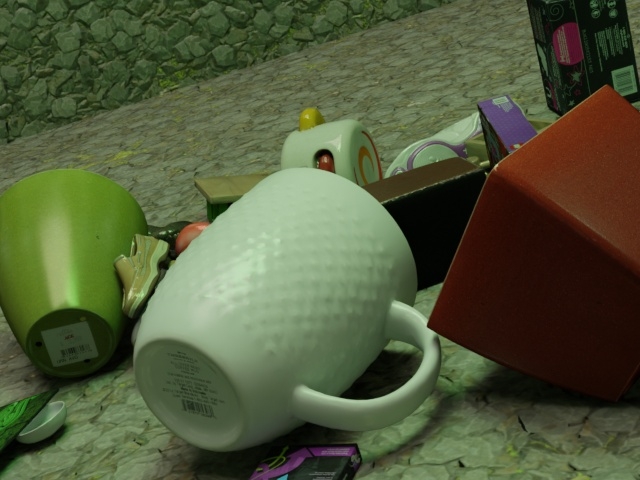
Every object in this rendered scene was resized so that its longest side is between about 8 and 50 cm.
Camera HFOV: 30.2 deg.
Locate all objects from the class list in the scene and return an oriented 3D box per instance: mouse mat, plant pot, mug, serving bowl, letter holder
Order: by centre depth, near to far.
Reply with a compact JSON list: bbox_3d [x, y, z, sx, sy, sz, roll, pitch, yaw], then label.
[{"bbox_3d":[0.323,0.025,1.387,0.236,0.267,0.267,37,47,20],"label":"plant pot"},{"bbox_3d":[-0.030,0.116,1.481,0.374,0.276,0.328,20,39,23],"label":"mug"},{"bbox_3d":[-0.392,0.262,1.675,0.083,0.027,0.083,-25,14,7],"label":"serving bowl"},{"bbox_3d":[-0.470,0.276,1.696,0.153,0.007,0.189,-20,16,27],"label":"mouse mat"},{"bbox_3d":[0.101,-0.019,1.866,0.302,0.152,0.214,-19,18,-7],"label":"letter holder"},{"bbox_3d":[-0.402,0.076,1.904,0.275,0.274,0.293,-17,36,-2],"label":"plant pot"}]

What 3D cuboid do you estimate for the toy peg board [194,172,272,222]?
[{"bbox_3d":[-0.154,-0.073,2.341,0.161,0.079,0.161,-5,17,-16],"label":"toy peg board"}]

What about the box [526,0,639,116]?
[{"bbox_3d":[0.523,-0.387,2.358,0.163,0.247,0.142,-17,21,-3],"label":"box"}]

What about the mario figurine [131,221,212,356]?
[{"bbox_3d":[-0.174,0.106,1.851,0.198,0.170,0.320,20,36,-1],"label":"mario figurine"}]

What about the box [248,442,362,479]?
[{"bbox_3d":[-0.033,0.285,1.342,0.116,0.029,0.162,-7,23,25],"label":"box"}]

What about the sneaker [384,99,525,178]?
[{"bbox_3d":[0.243,-0.149,2.203,0.305,0.114,0.152,-30,-4,-18],"label":"sneaker"}]

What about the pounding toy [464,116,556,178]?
[{"bbox_3d":[0.331,-0.130,2.054,0.206,0.094,0.181,-27,22,-25],"label":"pounding toy"}]

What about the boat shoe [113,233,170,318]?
[{"bbox_3d":[-0.287,0.051,1.829,0.068,0.072,0.190,-56,13,25],"label":"boat shoe"}]

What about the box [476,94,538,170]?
[{"bbox_3d":[0.305,-0.089,1.813,0.057,0.201,0.293,-14,20,4],"label":"box"}]

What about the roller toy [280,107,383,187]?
[{"bbox_3d":[0.016,-0.114,2.110,0.146,0.209,0.191,-9,43,22],"label":"roller toy"}]

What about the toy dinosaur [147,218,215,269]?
[{"bbox_3d":[-0.246,0.010,2.154,0.313,0.121,0.160,-3,11,43],"label":"toy dinosaur"}]
